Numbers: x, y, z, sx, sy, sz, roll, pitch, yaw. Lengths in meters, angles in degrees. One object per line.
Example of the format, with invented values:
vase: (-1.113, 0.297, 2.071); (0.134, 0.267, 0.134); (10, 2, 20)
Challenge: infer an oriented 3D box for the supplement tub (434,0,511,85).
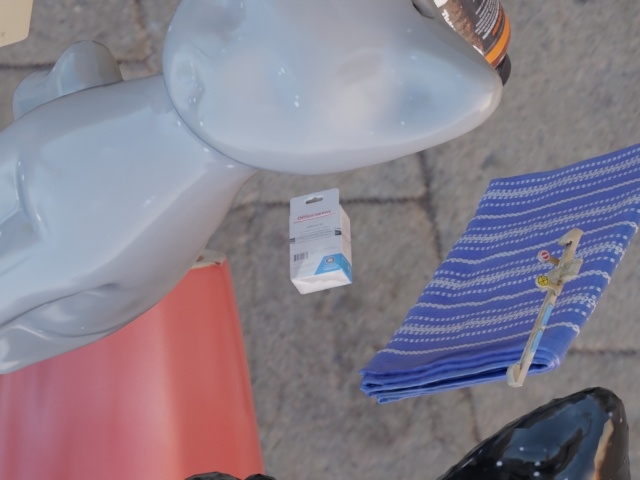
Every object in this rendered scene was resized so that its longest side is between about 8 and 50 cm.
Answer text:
supplement tub: (0.108, -0.208, 1.422); (0.106, 0.106, 0.198); (-4, 145, 29)

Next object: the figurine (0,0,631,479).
figurine: (-0.013, 0.030, 0.397); (0.209, 0.092, 0.215); (-26, 83, 50)

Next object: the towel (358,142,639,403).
towel: (0.192, 0.021, 1.515); (0.243, 0.336, 0.040); (-16, 119, 45)

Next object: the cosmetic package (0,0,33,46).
cosmetic package: (-0.367, -0.360, 1.637); (0.113, 0.160, 0.309); (17, 111, 13)

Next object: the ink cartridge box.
ink cartridge box: (0.000, 0.000, 1.354); (0.048, 0.083, 0.028); (-12, 147, 17)

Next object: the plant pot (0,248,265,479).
plant pot: (-0.176, 0.131, 1.339); (0.275, 0.275, 0.243); (3, 96, 26)

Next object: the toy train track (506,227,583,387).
toy train track: (0.105, 0.030, 0.757); (0.014, 0.083, 0.048); (25, 165, -6)
